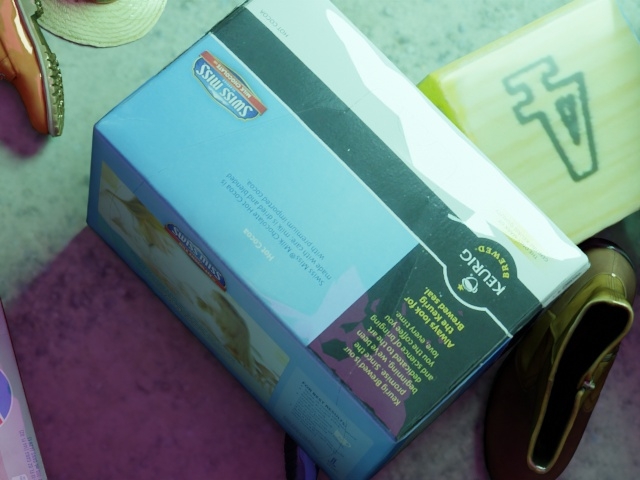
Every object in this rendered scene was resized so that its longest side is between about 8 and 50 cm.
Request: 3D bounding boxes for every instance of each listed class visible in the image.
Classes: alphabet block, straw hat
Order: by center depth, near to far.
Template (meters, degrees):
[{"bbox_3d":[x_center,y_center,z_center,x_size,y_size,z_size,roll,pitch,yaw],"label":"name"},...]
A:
[{"bbox_3d":[-0.201,-0.248,1.479,0.144,0.061,0.144,3,80,-15],"label":"straw hat"},{"bbox_3d":[0.192,-0.086,1.493,0.197,0.192,0.193,-28,87,-18],"label":"alphabet block"}]

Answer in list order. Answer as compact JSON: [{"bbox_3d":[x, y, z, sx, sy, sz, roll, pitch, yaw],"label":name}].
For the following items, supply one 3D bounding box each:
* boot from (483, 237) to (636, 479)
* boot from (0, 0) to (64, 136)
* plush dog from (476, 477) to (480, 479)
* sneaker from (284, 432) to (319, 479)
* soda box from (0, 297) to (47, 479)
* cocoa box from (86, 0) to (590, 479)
[{"bbox_3d":[0.203,0.142,1.378,0.096,0.280,0.264,28,105,2],"label":"boot"},{"bbox_3d":[-0.276,-0.159,1.450,0.085,0.059,0.158,-18,88,-2],"label":"boot"},{"bbox_3d":[0.020,0.296,1.379,0.225,0.262,0.210,5,45,-24],"label":"plush dog"},{"bbox_3d":[0.003,0.161,1.465,0.059,0.053,0.144,14,77,-14],"label":"sneaker"},{"bbox_3d":[-0.305,0.093,1.374,0.092,0.083,0.263,-15,85,-18],"label":"soda box"},{"bbox_3d":[0.000,0.000,1.368,0.228,0.231,0.347,-42,82,-19],"label":"cocoa box"}]
